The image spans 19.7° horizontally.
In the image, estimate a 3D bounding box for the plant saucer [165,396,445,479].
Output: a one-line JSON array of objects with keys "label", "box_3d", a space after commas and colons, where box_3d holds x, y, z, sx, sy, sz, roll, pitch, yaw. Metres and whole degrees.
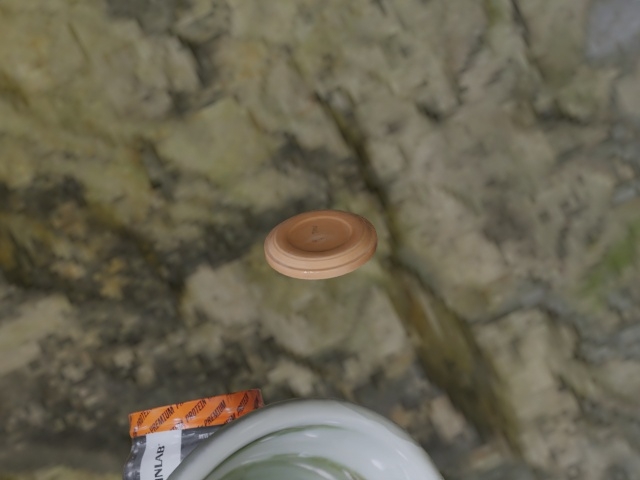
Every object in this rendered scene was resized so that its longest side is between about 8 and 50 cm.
[{"label": "plant saucer", "box_3d": [-0.041, 0.326, 1.522, 0.400, 0.100, 0.400, -2, -87, -43]}]

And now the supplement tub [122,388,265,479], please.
[{"label": "supplement tub", "box_3d": [-0.119, 0.356, 2.185, 0.207, 0.207, 0.338, 9, -111, -77]}]

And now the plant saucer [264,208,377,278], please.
[{"label": "plant saucer", "box_3d": [0.000, 0.000, 1.347, 0.083, 0.083, 0.013, -99, 2, -58]}]
